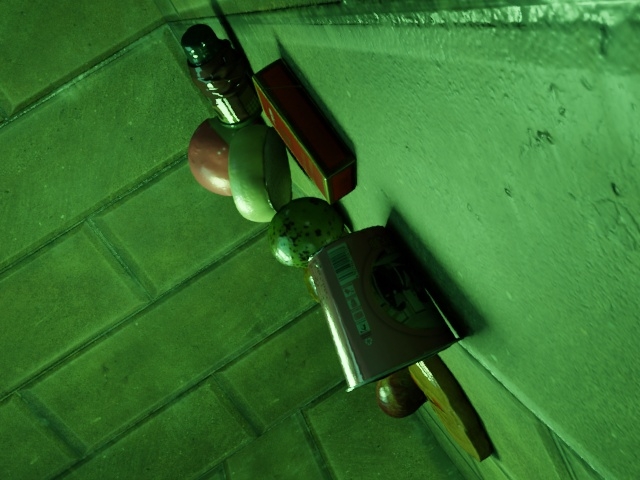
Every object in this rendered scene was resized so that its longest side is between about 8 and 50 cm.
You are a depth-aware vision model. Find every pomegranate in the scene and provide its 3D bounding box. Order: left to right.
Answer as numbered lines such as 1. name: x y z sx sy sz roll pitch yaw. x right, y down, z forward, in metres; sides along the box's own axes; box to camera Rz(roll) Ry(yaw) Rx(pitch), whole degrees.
1. pomegranate: -0.018 0.002 1.589 0.248 0.214 0.214 49 178 -17

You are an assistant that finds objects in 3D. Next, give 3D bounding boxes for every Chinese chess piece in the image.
1. Chinese chess piece: -0.162 -0.186 1.677 0.270 0.112 0.270 -4 -90 -78

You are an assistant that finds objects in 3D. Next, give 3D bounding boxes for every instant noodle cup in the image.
1. instant noodle cup: 0.101 0.117 1.103 0.244 0.244 0.255 75 171 -76

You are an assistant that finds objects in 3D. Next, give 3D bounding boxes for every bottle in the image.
1. bottle: -0.250 -0.416 1.504 0.156 0.143 0.271 22 157 34

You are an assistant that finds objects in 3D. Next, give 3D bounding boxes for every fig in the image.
1. fig: 0.288 0.522 2.100 0.205 0.205 0.205 56 176 7

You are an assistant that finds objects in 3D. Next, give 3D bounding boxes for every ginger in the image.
1. ginger: 0.028 0.194 2.684 0.321 0.172 0.165 54 -145 7

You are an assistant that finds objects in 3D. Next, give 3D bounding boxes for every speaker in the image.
1. speaker: -0.295 -0.283 1.991 0.294 0.294 0.294 56 176 7

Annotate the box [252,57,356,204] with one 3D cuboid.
1. box: -0.026 -0.195 1.107 0.240 0.074 0.153 55 179 14

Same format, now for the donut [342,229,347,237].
1. donut: 0.056 -0.007 1.696 0.097 0.043 0.108 53 172 38

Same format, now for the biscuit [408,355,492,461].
1. biscuit: 0.326 0.414 1.646 0.455 0.078 0.350 59 171 -19
